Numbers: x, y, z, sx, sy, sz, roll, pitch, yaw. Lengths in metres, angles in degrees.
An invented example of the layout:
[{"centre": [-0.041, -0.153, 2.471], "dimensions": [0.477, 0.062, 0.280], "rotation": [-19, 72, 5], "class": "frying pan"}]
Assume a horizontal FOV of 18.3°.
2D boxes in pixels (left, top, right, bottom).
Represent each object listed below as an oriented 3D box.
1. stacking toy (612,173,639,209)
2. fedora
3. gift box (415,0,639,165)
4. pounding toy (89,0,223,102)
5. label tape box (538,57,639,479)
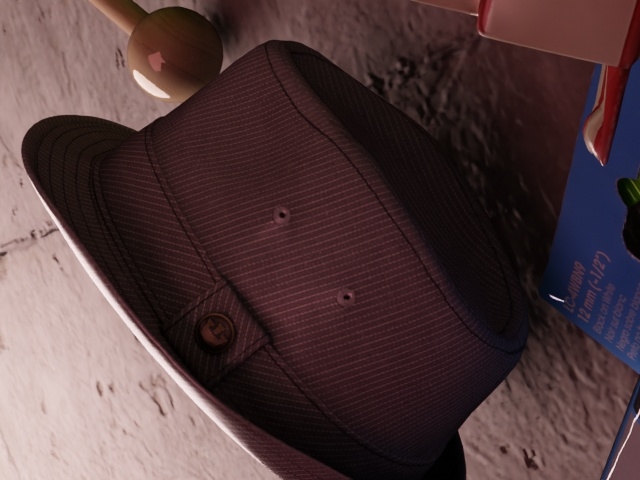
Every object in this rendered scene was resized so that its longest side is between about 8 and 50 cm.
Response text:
[{"centre": [0.145, -0.123, 0.829], "dimensions": [0.167, 0.052, 0.221], "rotation": [57, 144, 6], "class": "stacking toy"}, {"centre": [0.000, 0.000, 0.952], "dimensions": [0.124, 0.243, 0.275], "rotation": [-44, 71, 18], "class": "fedora"}, {"centre": [0.029, -0.184, 0.624], "dimensions": [0.258, 0.276, 0.255], "rotation": [13, 110, 1], "class": "gift box"}, {"centre": [-0.116, -0.194, 1.030], "dimensions": [0.183, 0.110, 0.237], "rotation": [40, 134, 27], "class": "pounding toy"}, {"centre": [0.192, 0.097, 0.785], "dimensions": [0.347, 0.115, 0.249], "rotation": [43, 155, 22], "class": "label tape box"}]
